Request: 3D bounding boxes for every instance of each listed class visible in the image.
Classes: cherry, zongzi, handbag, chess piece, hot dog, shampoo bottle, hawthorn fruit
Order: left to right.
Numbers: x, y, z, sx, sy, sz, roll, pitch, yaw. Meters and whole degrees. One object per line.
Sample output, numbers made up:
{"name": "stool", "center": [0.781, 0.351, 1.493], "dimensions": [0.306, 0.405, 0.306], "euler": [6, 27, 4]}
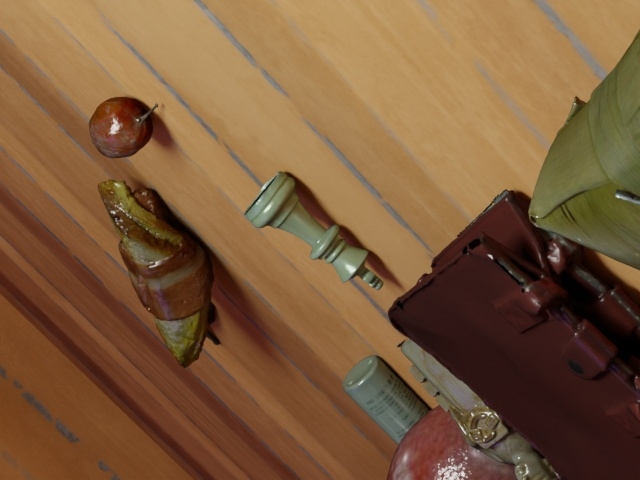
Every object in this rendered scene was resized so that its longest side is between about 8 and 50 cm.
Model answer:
{"name": "hawthorn fruit", "center": [-0.194, -0.123, 1.650], "dimensions": [0.103, 0.067, 0.067], "euler": [-16, 125, 40]}
{"name": "hot dog", "center": [-0.184, 0.031, 1.935], "dimensions": [0.123, 0.093, 0.262], "euler": [34, 148, 51]}
{"name": "chess piece", "center": [0.000, 0.000, 1.520], "dimensions": [0.149, 0.059, 0.059], "euler": [39, 164, -9]}
{"name": "shampoo bottle", "center": [0.107, 0.215, 1.804], "dimensions": [0.195, 0.056, 0.056], "euler": [47, 162, -15]}
{"name": "cherry", "center": [0.175, 0.290, 1.569], "dimensions": [0.236, 0.213, 0.285], "euler": [-8, 120, 18]}
{"name": "handbag", "center": [0.191, 0.093, 1.290], "dimensions": [0.260, 0.084, 0.275], "euler": [44, 163, 0]}
{"name": "zongzi", "center": [0.252, -0.019, 0.832], "dimensions": [0.256, 0.115, 0.228], "euler": [34, 158, 4]}

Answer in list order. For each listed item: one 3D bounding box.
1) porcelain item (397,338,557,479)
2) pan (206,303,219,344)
{"name": "porcelain item", "center": [0.159, 0.163, 1.448], "dimensions": [0.084, 0.054, 0.213], "euler": [-45, 73, 33]}
{"name": "pan", "center": [-0.185, 0.103, 2.181], "dimensions": [0.202, 0.048, 0.128], "euler": [51, 160, -29]}
